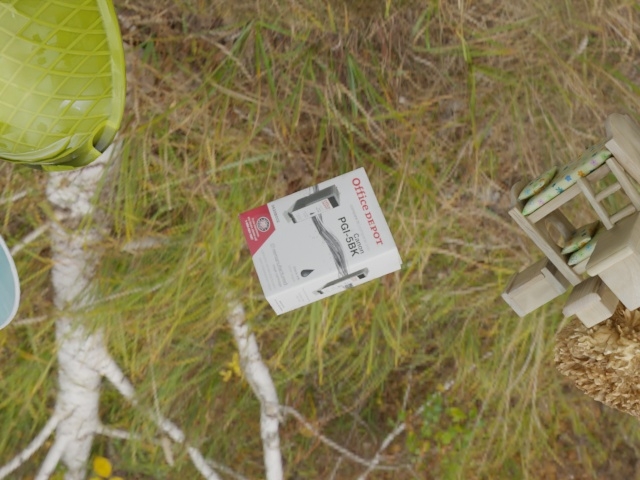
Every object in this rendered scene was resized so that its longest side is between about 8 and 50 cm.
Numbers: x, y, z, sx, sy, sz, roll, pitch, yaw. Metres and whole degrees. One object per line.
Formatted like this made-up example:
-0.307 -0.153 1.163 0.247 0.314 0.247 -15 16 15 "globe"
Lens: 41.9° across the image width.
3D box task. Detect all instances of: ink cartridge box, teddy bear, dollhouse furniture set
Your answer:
0.000 0.000 0.824 0.135 0.099 0.056 -22 156 1 "ink cartridge box"
0.361 0.134 0.666 0.245 0.338 0.113 -3 124 -48 "teddy bear"
0.183 0.007 0.672 0.101 0.161 0.182 48 130 -2 "dollhouse furniture set"

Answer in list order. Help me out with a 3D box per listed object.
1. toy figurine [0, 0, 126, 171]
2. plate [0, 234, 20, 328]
-0.173 -0.152 0.234 0.191 0.217 0.362 -2 117 -3 "toy figurine"
-0.285 -0.007 0.572 0.188 0.024 0.188 12 133 13 "plate"
